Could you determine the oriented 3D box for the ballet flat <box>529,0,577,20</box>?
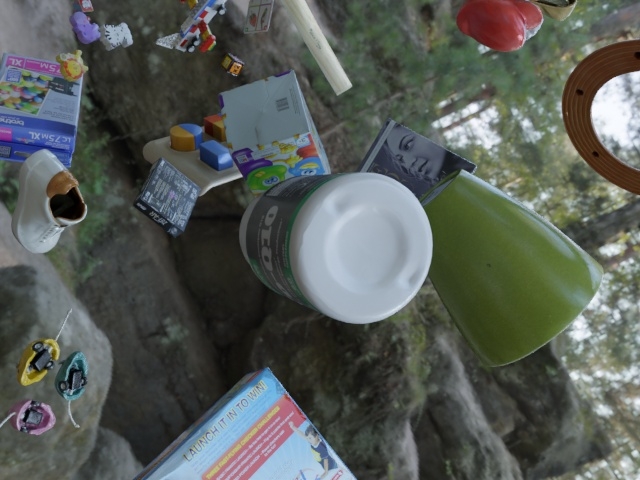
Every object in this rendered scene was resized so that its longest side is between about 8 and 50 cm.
[{"bbox_3d":[0.502,-0.596,1.649,0.073,0.233,0.080,137,-35,-67],"label":"ballet flat"}]

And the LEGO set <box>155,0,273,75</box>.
[{"bbox_3d":[-0.137,-0.350,0.957,0.183,0.060,0.244,11,-90,42],"label":"LEGO set"}]

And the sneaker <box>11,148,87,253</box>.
[{"bbox_3d":[-0.535,-0.043,1.380,0.123,0.106,0.290,38,-38,8],"label":"sneaker"}]

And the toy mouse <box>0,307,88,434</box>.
[{"bbox_3d":[-0.333,0.184,0.845,0.031,0.161,0.143,10,-41,23],"label":"toy mouse"}]

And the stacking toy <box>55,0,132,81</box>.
[{"bbox_3d":[-0.416,-0.399,1.171,0.167,0.052,0.221,-11,-78,42],"label":"stacking toy"}]

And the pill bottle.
[{"bbox_3d":[0.000,0.000,1.065,0.204,0.204,0.361,65,-16,-12],"label":"pill bottle"}]

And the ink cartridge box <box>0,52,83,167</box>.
[{"bbox_3d":[-0.657,-0.305,1.605,0.065,0.186,0.311,119,-30,-47],"label":"ink cartridge box"}]

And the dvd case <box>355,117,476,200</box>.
[{"bbox_3d":[0.194,-0.140,1.477,0.221,0.164,0.018,32,5,19],"label":"dvd case"}]

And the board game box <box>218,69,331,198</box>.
[{"bbox_3d":[-0.069,-0.155,1.281,0.275,0.142,0.144,64,11,-60],"label":"board game box"}]

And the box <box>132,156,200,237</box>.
[{"bbox_3d":[-0.188,-0.054,0.858,0.067,0.018,0.083,40,38,-26],"label":"box"}]

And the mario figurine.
[{"bbox_3d":[0.336,-0.481,1.225,0.170,0.198,0.320,141,-48,-58],"label":"mario figurine"}]

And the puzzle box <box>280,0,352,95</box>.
[{"bbox_3d":[-0.057,-0.579,1.747,0.272,0.052,0.409,64,8,31],"label":"puzzle box"}]

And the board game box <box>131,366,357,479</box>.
[{"bbox_3d":[-0.114,0.420,1.116,0.302,0.308,0.086,53,-33,-3],"label":"board game box"}]

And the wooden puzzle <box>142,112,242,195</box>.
[{"bbox_3d":[-0.281,-0.272,1.954,0.322,0.348,0.080,34,-41,39],"label":"wooden puzzle"}]

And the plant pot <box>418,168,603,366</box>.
[{"bbox_3d":[0.295,0.025,1.245,0.293,0.275,0.275,47,-6,-4],"label":"plant pot"}]

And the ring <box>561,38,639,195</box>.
[{"bbox_3d":[0.585,-0.206,1.213,0.337,0.032,0.336,33,-28,21],"label":"ring"}]
